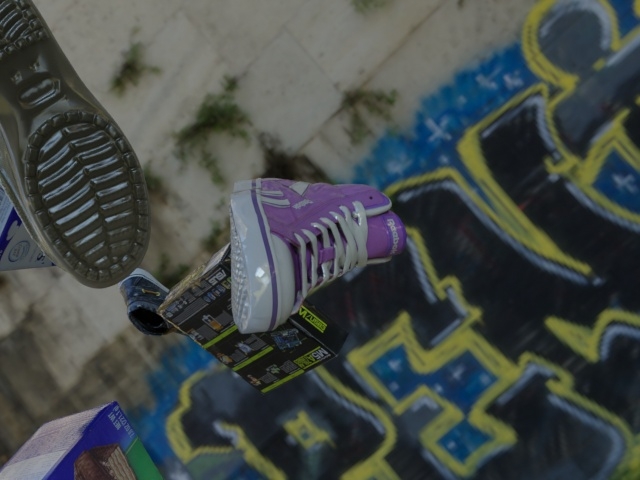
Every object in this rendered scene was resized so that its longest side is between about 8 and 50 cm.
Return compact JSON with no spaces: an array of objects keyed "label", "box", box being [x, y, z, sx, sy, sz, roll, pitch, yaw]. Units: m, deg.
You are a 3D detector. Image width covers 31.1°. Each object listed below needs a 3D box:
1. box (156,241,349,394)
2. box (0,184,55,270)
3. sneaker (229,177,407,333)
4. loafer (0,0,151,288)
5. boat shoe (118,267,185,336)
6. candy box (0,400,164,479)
[{"label":"box","box":[-0.088,0.101,1.419,0.190,0.184,0.045,-36,21,52]},{"label":"box","box":[-0.389,-0.032,1.516,0.137,0.072,0.126,-7,-50,-59]},{"label":"sneaker","box":[0.000,-0.001,1.003,0.161,0.102,0.282,1,19,-2]},{"label":"loafer","box":[-0.224,-0.087,0.932,0.102,0.268,0.092,-28,8,-23]},{"label":"boat shoe","box":[-0.230,0.118,1.722,0.065,0.083,0.183,-38,-48,18]},{"label":"candy box","box":[-0.262,0.368,1.217,0.122,0.268,0.317,-21,16,25]}]
